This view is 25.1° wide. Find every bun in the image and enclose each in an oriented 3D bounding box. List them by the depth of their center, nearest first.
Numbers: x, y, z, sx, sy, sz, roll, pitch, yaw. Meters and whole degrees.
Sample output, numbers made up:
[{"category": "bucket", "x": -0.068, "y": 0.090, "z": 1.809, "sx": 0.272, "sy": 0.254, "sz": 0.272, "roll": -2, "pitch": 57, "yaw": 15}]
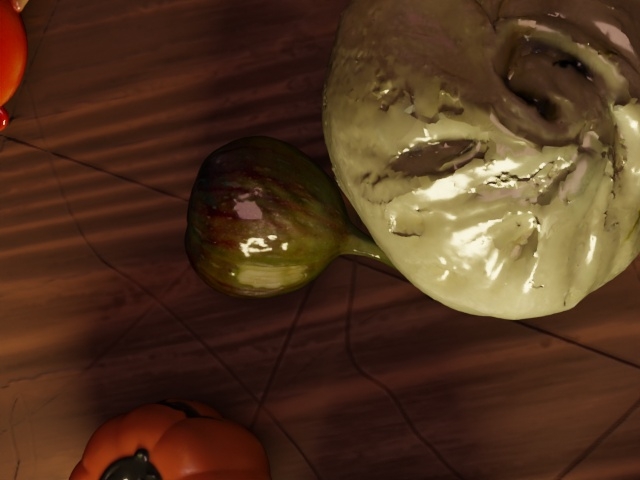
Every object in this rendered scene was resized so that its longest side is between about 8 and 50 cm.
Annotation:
[{"category": "bun", "x": 0.162, "y": -0.121, "z": 1.202, "sx": 0.326, "sy": 0.234, "sz": 0.362, "roll": 25, "pitch": 78, "yaw": 7}]

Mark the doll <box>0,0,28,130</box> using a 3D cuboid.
[{"category": "doll", "x": -0.350, "y": -0.202, "z": 1.350, "sx": 0.183, "sy": 0.085, "sz": 0.217, "roll": -16, "pitch": 84, "yaw": 18}]

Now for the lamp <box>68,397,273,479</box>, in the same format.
[{"category": "lamp", "x": -0.125, "y": 0.235, "z": 1.274, "sx": 0.188, "sy": 0.164, "sz": 0.187, "roll": -8, "pitch": 75, "yaw": 29}]

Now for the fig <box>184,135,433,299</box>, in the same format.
[{"category": "fig", "x": 0.000, "y": 0.000, "z": 1.284, "sx": 0.245, "sy": 0.149, "sz": 0.149, "roll": 18, "pitch": 91, "yaw": -4}]
